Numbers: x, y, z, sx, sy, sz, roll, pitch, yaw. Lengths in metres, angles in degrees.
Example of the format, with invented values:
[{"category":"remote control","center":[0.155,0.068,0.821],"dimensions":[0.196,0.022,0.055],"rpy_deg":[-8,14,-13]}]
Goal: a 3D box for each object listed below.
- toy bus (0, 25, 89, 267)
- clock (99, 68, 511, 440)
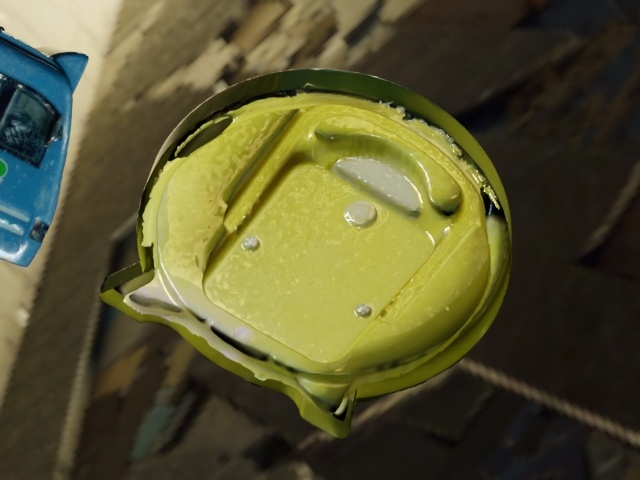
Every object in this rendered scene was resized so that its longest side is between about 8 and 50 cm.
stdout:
[{"category":"toy bus","center":[-0.245,-0.081,0.916],"dimensions":[0.246,0.134,0.113],"rpy_deg":[25,-2,-24]},{"category":"clock","center":[0.002,-0.003,1.347],"dimensions":[0.277,0.293,0.071],"rpy_deg":[37,33,-17]}]
